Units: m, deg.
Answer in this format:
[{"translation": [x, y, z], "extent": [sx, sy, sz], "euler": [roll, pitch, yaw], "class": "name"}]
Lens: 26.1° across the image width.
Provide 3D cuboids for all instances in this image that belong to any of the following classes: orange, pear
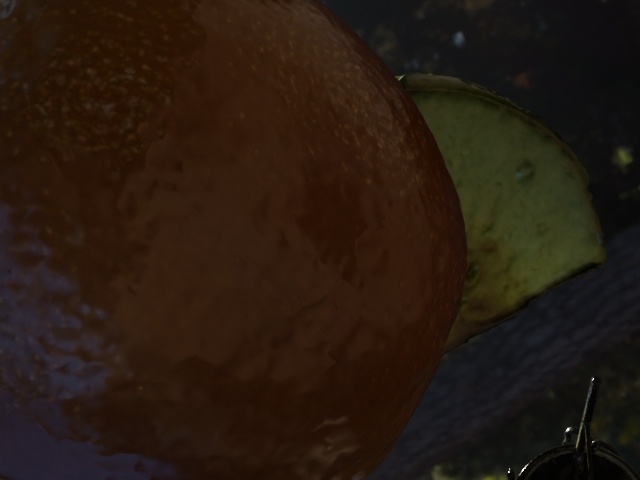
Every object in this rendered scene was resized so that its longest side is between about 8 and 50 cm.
[{"translation": [-0.055, 0.001, 0.431], "extent": [0.206, 0.206, 0.206], "euler": [56, -161, -30], "class": "orange"}, {"translation": [0.000, 0.000, 0.863], "extent": [0.159, 0.292, 0.292], "euler": [64, -164, -8], "class": "pear"}]

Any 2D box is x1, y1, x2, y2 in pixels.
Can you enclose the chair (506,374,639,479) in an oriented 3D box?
[{"translation": [0.271, 0.267, 1.381], "extent": [0.160, 0.170, 0.325], "euler": [42, 165, 17], "class": "chair"}]
